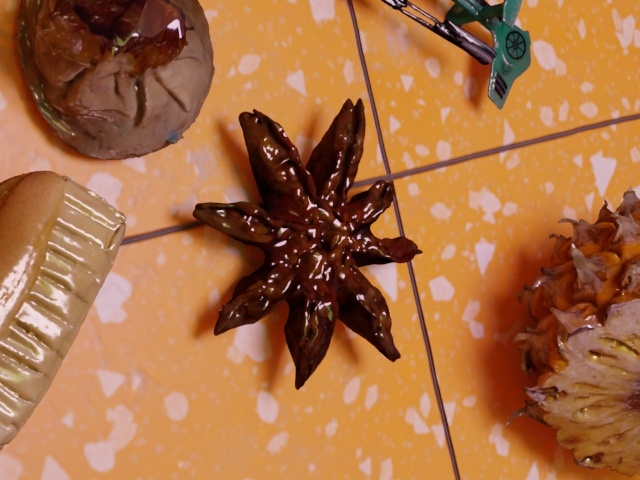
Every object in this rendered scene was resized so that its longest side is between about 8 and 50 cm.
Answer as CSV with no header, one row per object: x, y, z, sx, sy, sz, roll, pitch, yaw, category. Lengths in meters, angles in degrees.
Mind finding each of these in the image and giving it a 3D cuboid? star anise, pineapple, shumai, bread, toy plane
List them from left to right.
-0.251,0.053,1.040,0.106,0.140,0.236,39,59,-25,bread
-0.160,-0.173,1.158,0.201,0.120,0.201,6,79,-35,shumai
0.001,-0.001,1.287,0.288,0.088,0.288,8,78,-40,star anise
0.096,-0.293,1.399,0.381,0.106,0.155,34,70,-32,toy plane
0.296,0.082,1.496,0.286,0.209,0.344,-88,162,-47,pineapple
